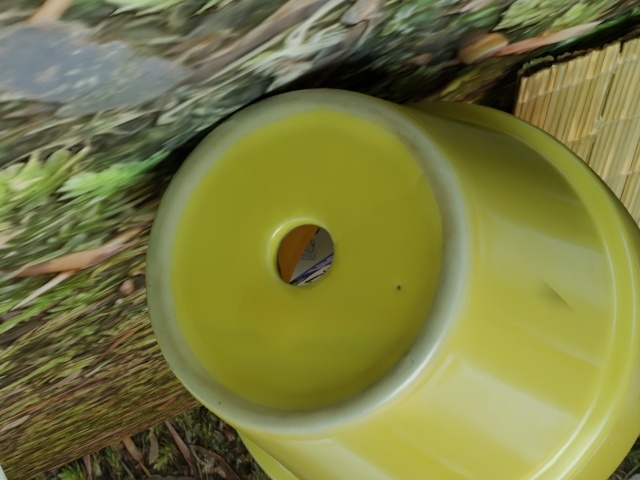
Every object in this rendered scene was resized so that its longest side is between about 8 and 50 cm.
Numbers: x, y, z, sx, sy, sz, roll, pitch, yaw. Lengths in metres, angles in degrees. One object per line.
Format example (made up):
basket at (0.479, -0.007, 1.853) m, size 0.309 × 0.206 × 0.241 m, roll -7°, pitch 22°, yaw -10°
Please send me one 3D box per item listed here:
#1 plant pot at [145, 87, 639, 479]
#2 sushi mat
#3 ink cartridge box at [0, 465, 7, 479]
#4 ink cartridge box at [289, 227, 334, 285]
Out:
plant pot at (0.035, 0.031, 0.738) m, size 0.254 × 0.254 × 0.239 m, roll -28°, pitch 157°, yaw 15°
sushi mat at (0.194, -0.041, 1.047) m, size 0.151 × 0.019 × 0.316 m, roll -16°, pitch 145°, yaw -14°
ink cartridge box at (-0.234, 0.141, 0.784) m, size 0.092 × 0.160 × 0.219 m, roll -25°, pitch 174°, yaw -22°
ink cartridge box at (0.000, 0.000, 1.110) m, size 0.097 × 0.046 × 0.207 m, roll -24°, pitch 173°, yaw -36°
